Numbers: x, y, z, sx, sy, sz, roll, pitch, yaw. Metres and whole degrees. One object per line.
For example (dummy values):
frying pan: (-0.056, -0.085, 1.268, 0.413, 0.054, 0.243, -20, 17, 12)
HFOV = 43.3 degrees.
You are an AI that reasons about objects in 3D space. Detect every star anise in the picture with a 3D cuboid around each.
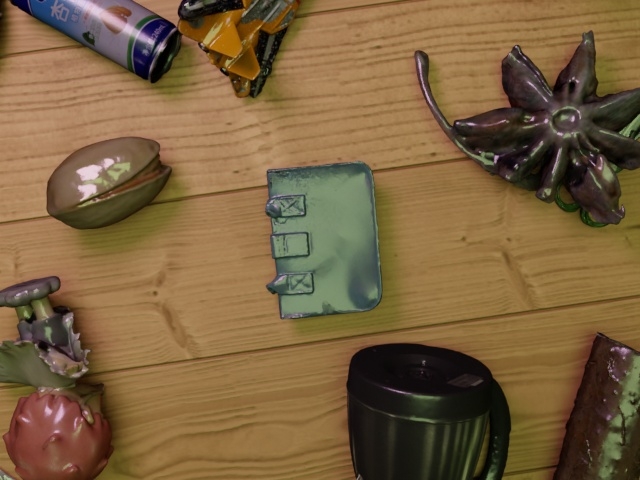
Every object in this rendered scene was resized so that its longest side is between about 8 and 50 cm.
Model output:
star anise: (0.340, -0.175, 1.191, 0.316, 0.139, 0.359, -22, 77, -6)

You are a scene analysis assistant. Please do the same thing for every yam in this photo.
yam: (0.435, 0.287, 1.208, 0.131, 0.131, 0.279, 16, 93, -2)

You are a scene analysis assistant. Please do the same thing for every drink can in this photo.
drink can: (-0.324, -0.325, 1.173, 0.235, 0.097, 0.097, 30, 92, -3)

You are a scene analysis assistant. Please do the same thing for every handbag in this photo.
handbag: (0.000, 0.000, 1.216, 0.179, 0.062, 0.229, -6, 93, 2)

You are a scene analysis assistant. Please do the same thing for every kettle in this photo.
kettle: (0.145, 0.305, 1.188, 0.207, 0.251, 0.271, 11, 103, 29)

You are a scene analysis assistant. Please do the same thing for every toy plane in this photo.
toy plane: (-0.070, -0.379, 1.171, 0.103, 0.204, 0.316, 20, 74, 36)

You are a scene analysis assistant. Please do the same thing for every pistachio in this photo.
pistachio: (-0.308, -0.084, 1.170, 0.185, 0.124, 0.124, -26, 93, 2)

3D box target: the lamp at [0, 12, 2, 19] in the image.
lamp: (-0.517, -0.336, 1.169, 0.101, 0.101, 0.250, 3, 81, -2)

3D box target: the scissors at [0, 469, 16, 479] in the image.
scissors: (-0.506, 0.360, 1.239, 0.212, 0.021, 0.110, 32, 94, -2)

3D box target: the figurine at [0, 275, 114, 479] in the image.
figurine: (-0.379, 0.248, 1.178, 0.207, 0.166, 0.387, -12, 96, 33)

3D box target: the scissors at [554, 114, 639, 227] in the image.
scissors: (0.445, -0.123, 1.234, 0.101, 0.027, 0.204, 30, 94, -5)
